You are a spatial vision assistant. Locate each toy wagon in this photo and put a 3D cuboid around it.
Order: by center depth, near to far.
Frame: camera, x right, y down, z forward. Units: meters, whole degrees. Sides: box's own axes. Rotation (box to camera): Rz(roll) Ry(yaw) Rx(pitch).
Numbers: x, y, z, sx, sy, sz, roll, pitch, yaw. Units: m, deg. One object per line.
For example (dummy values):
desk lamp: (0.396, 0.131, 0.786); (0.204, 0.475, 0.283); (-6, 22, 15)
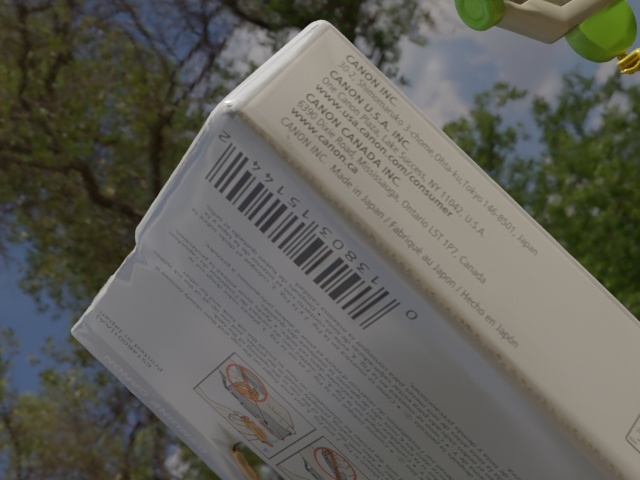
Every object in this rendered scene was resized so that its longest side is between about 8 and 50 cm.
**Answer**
toy wagon: (0.238, -0.316, 1.294); (0.267, 0.344, 0.068); (-34, -2, -29)

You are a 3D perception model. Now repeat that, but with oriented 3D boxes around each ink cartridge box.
ink cartridge box: (0.039, 0.082, 0.533); (0.066, 0.296, 0.261); (-47, 2, -32)
